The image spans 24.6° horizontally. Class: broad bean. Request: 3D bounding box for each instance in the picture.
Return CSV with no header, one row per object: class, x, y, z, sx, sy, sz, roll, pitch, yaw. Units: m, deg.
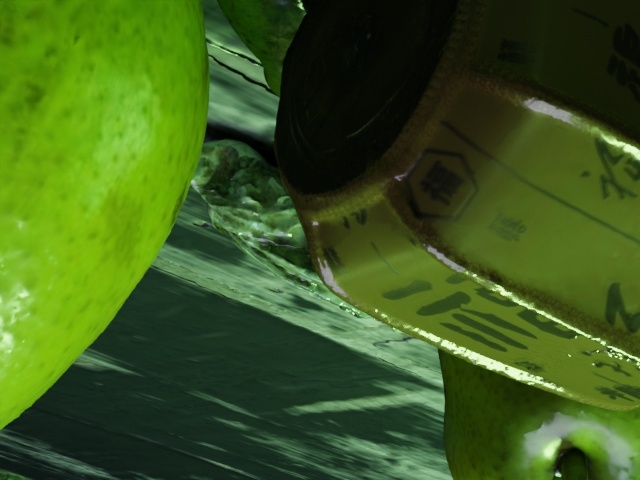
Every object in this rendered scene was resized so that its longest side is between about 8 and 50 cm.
broad bean,-0.026,-0.107,0.527,0.061,0.046,0.195,-9,158,21

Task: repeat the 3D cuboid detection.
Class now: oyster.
oyster,0.000,0.000,0.811,0.125,0.064,0.177,22,177,27

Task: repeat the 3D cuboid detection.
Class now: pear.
pear,-0.141,-0.032,0.529,0.139,0.239,0.288,2,159,34
pear,0.128,0.078,0.701,0.166,0.180,0.216,16,-154,13

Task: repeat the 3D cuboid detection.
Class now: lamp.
lamp,0.087,-0.030,0.505,0.185,0.161,0.161,21,161,-27
